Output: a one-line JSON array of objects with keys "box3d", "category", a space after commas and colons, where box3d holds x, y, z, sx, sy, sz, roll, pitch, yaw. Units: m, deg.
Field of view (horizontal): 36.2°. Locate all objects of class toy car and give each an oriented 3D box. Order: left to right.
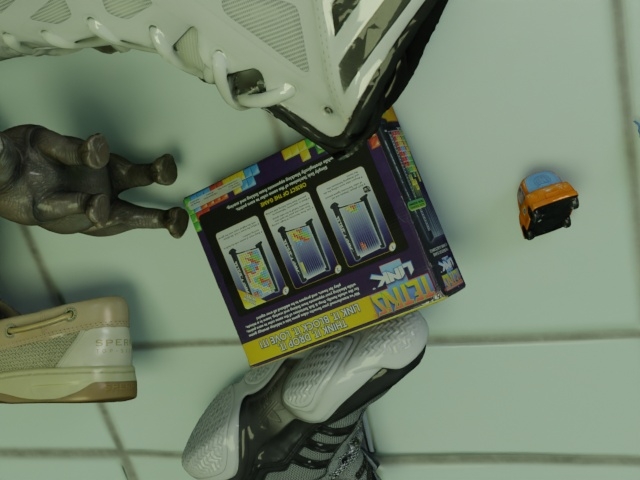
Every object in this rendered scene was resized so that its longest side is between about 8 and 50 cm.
[{"box3d": [0.187, -0.044, 0.670, 0.122, 0.060, 0.040, -26, 66, 12], "category": "toy car"}]

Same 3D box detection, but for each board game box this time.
[{"box3d": [0.000, 0.000, 0.710, 0.170, 0.048, 0.141, -23, 89, 29], "category": "board game box"}]

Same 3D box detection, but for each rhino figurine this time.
[{"box3d": [-0.194, -0.044, 0.683, 0.106, 0.243, 0.073, 5, 86, 23], "category": "rhino figurine"}]

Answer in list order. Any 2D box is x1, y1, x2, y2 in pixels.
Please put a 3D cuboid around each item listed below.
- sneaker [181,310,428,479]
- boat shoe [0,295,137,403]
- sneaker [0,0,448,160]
[{"box3d": [0.017, 0.155, 0.805, 0.153, 0.101, 0.268, 42, 125, -17], "category": "sneaker"}, {"box3d": [-0.296, 0.097, 0.877, 0.302, 0.109, 0.098, -5, 83, 26], "category": "boat shoe"}, {"box3d": [-0.105, -0.130, 0.601, 0.447, 0.169, 0.257, -25, 101, 27], "category": "sneaker"}]
